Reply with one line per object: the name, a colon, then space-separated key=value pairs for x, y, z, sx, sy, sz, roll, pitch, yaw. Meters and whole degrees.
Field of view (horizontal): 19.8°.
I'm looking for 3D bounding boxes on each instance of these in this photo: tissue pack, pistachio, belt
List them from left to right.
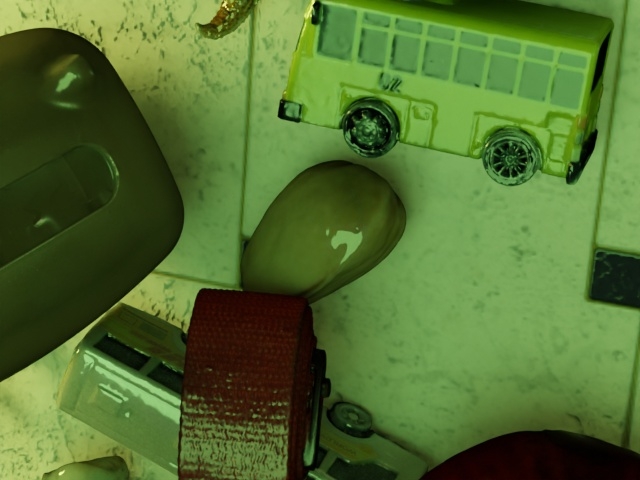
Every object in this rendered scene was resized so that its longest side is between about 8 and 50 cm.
tissue pack: x=-0.313 y=-0.009 z=1.565 sx=0.267 sy=0.387 sz=0.277 roll=63 pitch=156 yaw=-9
belt: x=-0.054 y=0.144 z=1.578 sx=0.124 sy=0.128 sz=0.200 roll=4 pitch=82 yaw=6
pistachio: x=0.000 y=0.000 z=1.637 sx=0.108 sy=0.126 sz=0.185 roll=30 pitch=131 yaw=-28

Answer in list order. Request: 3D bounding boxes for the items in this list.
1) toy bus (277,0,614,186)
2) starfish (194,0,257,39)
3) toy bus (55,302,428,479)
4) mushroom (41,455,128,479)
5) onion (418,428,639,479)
toy bus: x=0.107 y=-0.145 z=1.544 sx=0.262 sy=0.128 sz=0.150 roll=13 pitch=111 yaw=12
starfish: x=-0.083 y=-0.294 z=1.591 sx=0.216 sy=0.071 sz=0.238 roll=3 pitch=100 yaw=23
toy bus: x=-0.073 y=0.178 z=1.711 sx=0.343 sy=0.138 sz=0.097 roll=28 pitch=115 yaw=8
mushroom: x=-0.230 y=0.326 z=1.785 sx=0.244 sy=0.243 sz=0.243 roll=6 pitch=110 yaw=16
onion: x=0.201 y=0.322 z=1.587 sx=0.341 sy=0.341 sz=0.341 roll=6 pitch=110 yaw=16
